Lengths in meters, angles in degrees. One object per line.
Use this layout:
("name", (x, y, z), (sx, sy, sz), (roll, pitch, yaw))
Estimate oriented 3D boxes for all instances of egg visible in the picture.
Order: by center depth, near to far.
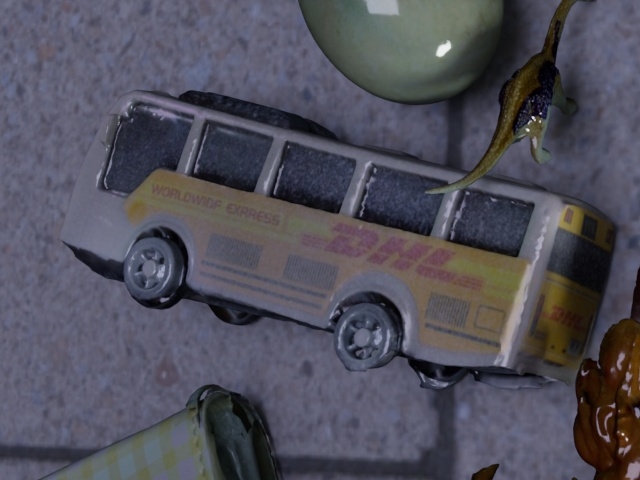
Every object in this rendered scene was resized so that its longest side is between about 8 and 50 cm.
("egg", (0.044, -0.148, 1.130), (0.114, 0.114, 0.152), (-41, 67, 24))

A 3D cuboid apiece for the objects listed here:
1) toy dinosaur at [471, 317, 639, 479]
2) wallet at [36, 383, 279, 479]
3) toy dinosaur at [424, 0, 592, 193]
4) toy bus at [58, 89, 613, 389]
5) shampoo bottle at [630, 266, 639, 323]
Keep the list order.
("toy dinosaur", (0.083, 0.250, 1.000), (0.208, 0.097, 0.432), (-21, 48, 69))
("wallet", (-0.150, 0.246, 1.238), (0.309, 0.077, 0.223), (-29, 65, 31))
("toy dinosaur", (0.116, -0.071, 1.081), (0.037, 0.058, 0.180), (-2, 43, 35))
("toy bus", (0.000, 0.000, 1.152), (0.342, 0.097, 0.138), (17, 92, 35))
("shampoo bottle", (0.286, 0.049, 0.967), (0.260, 0.064, 0.102), (-4, 80, 34))
